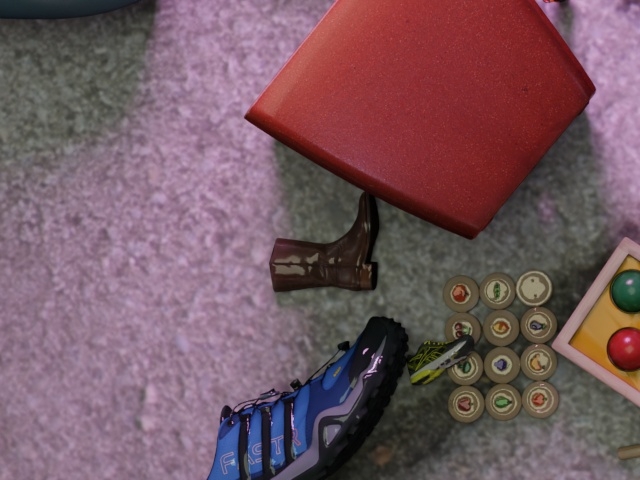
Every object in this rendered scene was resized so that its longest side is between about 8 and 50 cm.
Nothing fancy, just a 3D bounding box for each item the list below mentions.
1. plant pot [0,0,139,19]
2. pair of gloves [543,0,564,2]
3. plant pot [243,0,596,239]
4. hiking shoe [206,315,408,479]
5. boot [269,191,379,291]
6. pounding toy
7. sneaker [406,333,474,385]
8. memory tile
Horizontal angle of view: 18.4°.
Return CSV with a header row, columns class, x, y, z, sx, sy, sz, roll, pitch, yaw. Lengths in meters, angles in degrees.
class,x,y,z,sx,sy,sz,roll,pitch,yaw
plant pot,-0.263,-0.352,1.963,0.235,0.293,0.293,8,87,-1
pair of gloves,0.207,-0.259,1.945,0.083,0.074,0.010,35,114,13
plant pot,0.112,-0.145,1.875,0.236,0.267,0.267,39,94,1
hiking shoe,-0.035,0.186,1.938,0.132,0.113,0.304,37,93,13
boot,0.000,0.000,1.989,0.114,0.037,0.106,1,86,17
pounding toy,0.326,0.130,1.871,0.206,0.094,0.181,34,93,14
sneaker,0.114,0.111,1.943,0.083,0.031,0.035,-37,65,29
memory tile,0.178,0.105,1.949,0.113,0.012,0.148,-4,84,12
